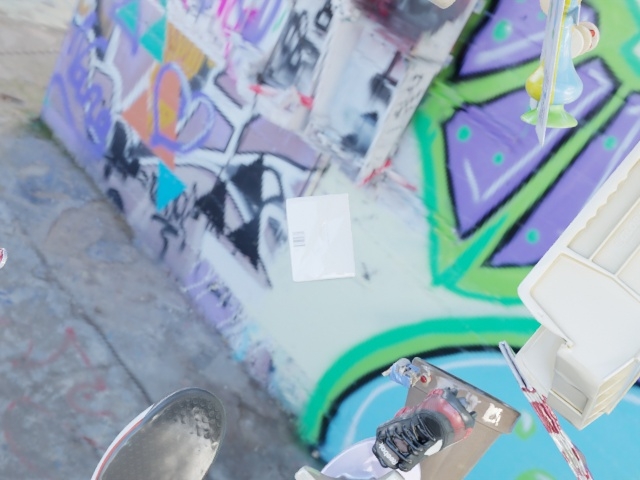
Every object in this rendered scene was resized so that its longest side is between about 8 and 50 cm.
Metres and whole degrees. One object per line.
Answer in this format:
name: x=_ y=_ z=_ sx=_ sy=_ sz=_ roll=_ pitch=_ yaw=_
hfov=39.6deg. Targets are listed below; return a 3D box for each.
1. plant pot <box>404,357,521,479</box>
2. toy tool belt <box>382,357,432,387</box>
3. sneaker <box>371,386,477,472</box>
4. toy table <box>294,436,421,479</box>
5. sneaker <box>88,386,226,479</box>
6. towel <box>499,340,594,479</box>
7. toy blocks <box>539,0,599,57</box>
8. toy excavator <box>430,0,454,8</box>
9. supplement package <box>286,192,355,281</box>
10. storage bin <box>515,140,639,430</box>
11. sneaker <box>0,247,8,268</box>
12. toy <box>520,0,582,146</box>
plant pot: x=0.276 y=0.417 z=1.957 sx=0.263 sy=0.229 sz=0.263 roll=26 pitch=-2 yaw=1
toy tool belt: x=0.158 y=0.250 z=1.635 sx=0.051 sy=0.052 sz=0.083 roll=-18 pitch=22 yaw=-40
sneaker: x=0.168 y=0.334 z=1.530 sx=0.135 sy=0.276 sz=0.097 roll=-32 pitch=81 yaw=-28
toy table: x=0.064 y=0.493 z=1.644 sx=0.252 sy=0.274 sz=0.161 roll=34 pitch=7 yaw=6
sneaker: x=-0.194 y=0.242 z=0.871 sx=0.090 sy=0.270 sz=0.145 roll=32 pitch=-1 yaw=-18
towel: x=0.494 y=0.383 z=1.896 sx=0.329 sy=0.037 sz=0.237 roll=56 pitch=8 yaw=-14
toy blocks: x=0.419 y=-0.369 z=1.472 sx=0.148 sy=0.054 sz=0.123 roll=-30 pitch=105 yaw=-54
toy excavator: x=0.361 y=-0.675 z=1.630 sx=0.222 sy=0.433 sz=0.445 roll=27 pitch=-14 yaw=-12
supplement package: x=0.000 y=0.000 z=2.113 sx=0.149 sy=0.194 sz=0.203 roll=-5 pitch=-5 yaw=-1
storage bin: x=0.313 y=0.044 z=0.905 sx=0.123 sy=0.260 sz=0.262 roll=39 pitch=-9 yaw=22
sneaker: x=-0.623 y=0.015 z=1.640 sx=0.067 sy=0.042 sz=0.118 roll=34 pitch=-7 yaw=-41
toy: x=0.193 y=-0.195 z=0.632 sx=0.056 sy=0.237 sz=0.137 roll=11 pitch=23 yaw=6
